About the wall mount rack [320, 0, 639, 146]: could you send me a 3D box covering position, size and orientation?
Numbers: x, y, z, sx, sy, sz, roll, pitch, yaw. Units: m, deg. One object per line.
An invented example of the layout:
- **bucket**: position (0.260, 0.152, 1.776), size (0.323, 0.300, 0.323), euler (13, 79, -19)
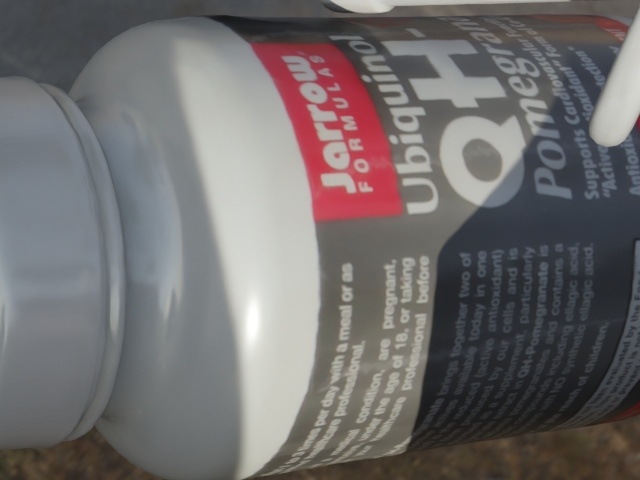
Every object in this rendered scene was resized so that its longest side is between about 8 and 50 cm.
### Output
- **wall mount rack**: position (0.103, -0.193, 0.584), size (0.130, 0.304, 0.350), euler (25, 78, 4)

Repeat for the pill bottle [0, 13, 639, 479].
- **pill bottle**: position (0.000, 0.000, 0.722), size (0.318, 0.176, 0.176), euler (-5, 61, -31)
